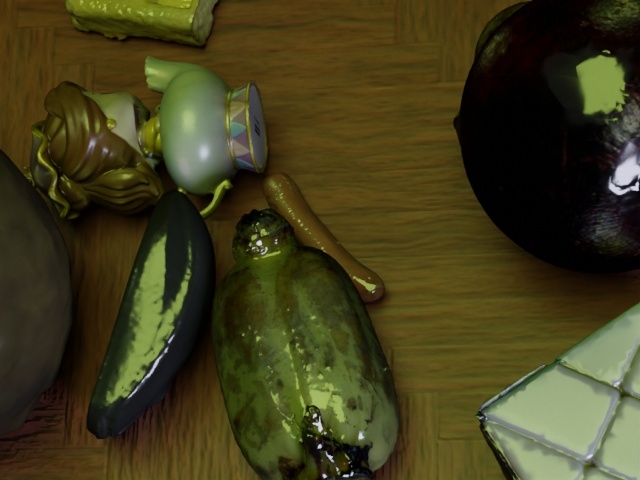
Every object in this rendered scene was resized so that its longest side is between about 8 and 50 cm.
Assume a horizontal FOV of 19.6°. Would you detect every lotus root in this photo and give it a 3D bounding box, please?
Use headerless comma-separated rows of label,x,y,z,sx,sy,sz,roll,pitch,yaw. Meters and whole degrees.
lotus root,-0.020,0.113,1.876,0.173,0.173,0.309,-17,67,5

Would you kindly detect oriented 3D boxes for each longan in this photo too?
longan,-0.475,0.037,1.867,0.436,0.404,0.404,24,76,17

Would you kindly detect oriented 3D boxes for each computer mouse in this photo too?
computer mouse,-0.162,0.084,1.910,0.086,0.137,0.270,18,87,3

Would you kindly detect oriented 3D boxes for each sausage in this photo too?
sausage,0.000,0.000,1.974,0.043,0.043,0.186,-39,67,-4

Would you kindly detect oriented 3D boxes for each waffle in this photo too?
waffle,-0.178,-0.357,2.133,0.168,0.057,0.274,12,73,16

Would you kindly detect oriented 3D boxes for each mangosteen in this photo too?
mangosteen,0.276,-0.133,1.850,0.307,0.307,0.347,-32,38,-1

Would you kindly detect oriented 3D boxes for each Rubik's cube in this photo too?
Rubik's cube,0.304,0.213,1.732,0.231,0.224,0.221,-33,67,-1

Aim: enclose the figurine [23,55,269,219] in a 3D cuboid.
figurine,-0.194,-0.106,1.999,0.263,0.142,0.189,-6,71,8
